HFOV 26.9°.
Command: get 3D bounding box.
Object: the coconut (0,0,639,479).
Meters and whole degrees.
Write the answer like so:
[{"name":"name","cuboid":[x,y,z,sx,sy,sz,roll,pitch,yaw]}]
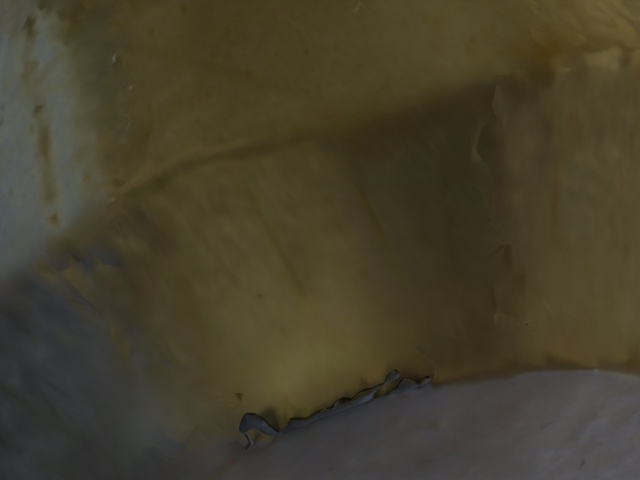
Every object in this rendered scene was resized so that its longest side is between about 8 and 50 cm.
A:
[{"name":"coconut","cuboid":[0.000,0.000,0.468,0.323,0.323,0.323,32,-161,-12]}]
